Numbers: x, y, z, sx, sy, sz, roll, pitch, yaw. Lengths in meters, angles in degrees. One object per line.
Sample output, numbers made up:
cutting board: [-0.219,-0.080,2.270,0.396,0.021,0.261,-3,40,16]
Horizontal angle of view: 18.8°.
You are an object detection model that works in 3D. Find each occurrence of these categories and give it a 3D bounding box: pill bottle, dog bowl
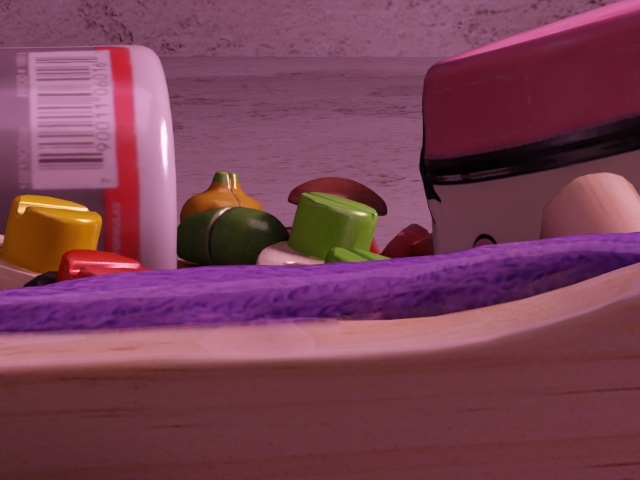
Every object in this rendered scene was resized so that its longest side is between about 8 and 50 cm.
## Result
pill bottle: [-0.209,-0.005,0.857,0.283,0.161,0.161,-2,11,-8]
dog bowl: [0.226,-0.056,0.854,0.408,0.150,0.408,-17,4,1]

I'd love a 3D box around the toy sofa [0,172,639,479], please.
toy sofa: [-0.081,0.050,0.432,0.362,0.177,0.150,-3,30,-10]

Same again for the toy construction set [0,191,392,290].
toy construction set: [-0.094,0.037,0.648,0.327,0.151,0.215,2,8,12]

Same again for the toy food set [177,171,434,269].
toy food set: [0.000,0.000,1.028,0.128,0.071,0.218,3,5,-44]
